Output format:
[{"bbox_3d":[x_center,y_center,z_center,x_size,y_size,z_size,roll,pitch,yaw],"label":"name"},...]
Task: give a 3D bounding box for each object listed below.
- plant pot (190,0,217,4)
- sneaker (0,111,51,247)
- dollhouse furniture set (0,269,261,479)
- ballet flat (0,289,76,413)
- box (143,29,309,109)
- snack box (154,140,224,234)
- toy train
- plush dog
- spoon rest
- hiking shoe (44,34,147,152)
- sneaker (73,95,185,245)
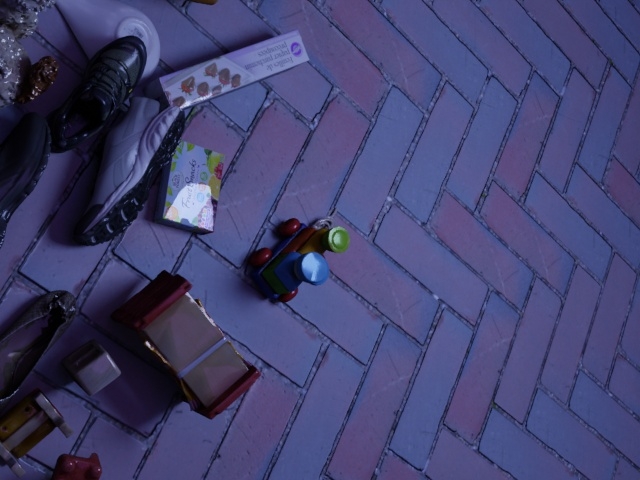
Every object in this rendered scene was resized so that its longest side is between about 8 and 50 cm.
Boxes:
[{"bbox_3d":[-0.256,-0.506,1.548,0.188,0.205,0.205,4,80,-21],"label":"plant pot"},{"bbox_3d":[-0.486,-0.078,1.345,0.130,0.109,0.286,33,62,-22],"label":"sneaker"},{"bbox_3d":[-0.302,0.236,1.430,0.374,0.152,0.201,-39,108,-17],"label":"dollhouse furniture set"},{"bbox_3d":[-0.441,0.168,1.363,0.084,0.058,0.250,50,57,-19],"label":"ballet flat"},{"bbox_3d":[-0.160,-0.295,1.655,0.324,0.067,0.063,-29,100,-36],"label":"box"},{"bbox_3d":[-0.222,-0.090,1.589,0.100,0.037,0.141,15,73,-34],"label":"snack box"},{"bbox_3d":[0.000,0.000,1.678,0.248,0.143,0.105,-47,111,-33],"label":"toy train"},{"bbox_3d":[-0.498,-0.298,1.350,0.262,0.210,0.225,-2,99,-10],"label":"plush dog"},{"bbox_3d":[-0.362,-0.368,1.515,0.276,0.084,0.137,51,56,-36],"label":"spoon rest"},{"bbox_3d":[-0.335,-0.223,1.450,0.086,0.114,0.227,42,76,-30],"label":"hiking shoe"},{"bbox_3d":[-0.320,-0.111,1.495,0.108,0.100,0.271,26,71,6],"label":"sneaker"}]
